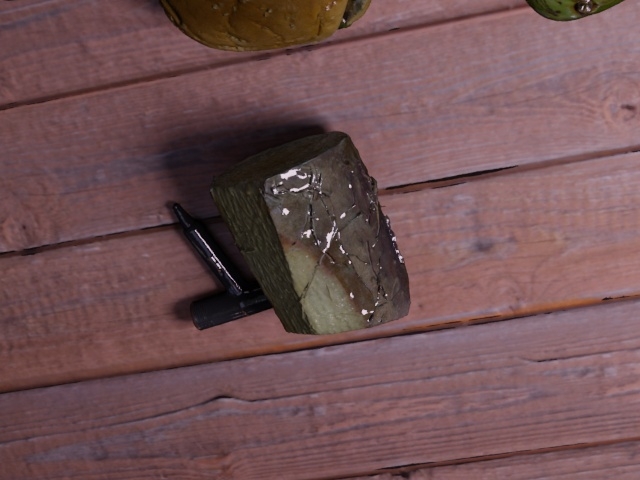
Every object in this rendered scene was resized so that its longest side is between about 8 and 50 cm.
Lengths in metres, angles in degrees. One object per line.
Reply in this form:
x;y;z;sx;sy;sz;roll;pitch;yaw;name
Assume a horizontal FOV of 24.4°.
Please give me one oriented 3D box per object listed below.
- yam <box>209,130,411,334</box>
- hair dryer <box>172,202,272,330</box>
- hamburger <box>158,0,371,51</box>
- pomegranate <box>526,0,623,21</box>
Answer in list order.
0.002;-0.002;1.966;0.202;0.201;0.271;8;124;55;yam
-0.129;0.021;2.087;0.173;0.050;0.195;-18;113;14;hair dryer
-0.083;-0.347;1.783;0.285;0.134;0.265;-3;118;35;hamburger
0.296;-0.357;1.762;0.152;0.131;0.191;-17;109;20;pomegranate
